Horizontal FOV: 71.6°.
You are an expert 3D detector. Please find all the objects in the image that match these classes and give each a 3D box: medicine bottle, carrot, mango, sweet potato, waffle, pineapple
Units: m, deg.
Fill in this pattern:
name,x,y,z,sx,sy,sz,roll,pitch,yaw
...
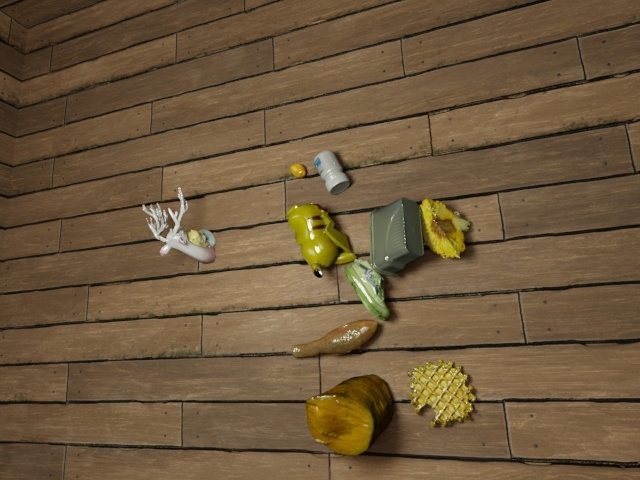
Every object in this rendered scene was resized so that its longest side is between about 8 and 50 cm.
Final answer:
name,x,y,z,sx,sy,sz,roll,pitch,yaw
medicine bottle,0.047,-0.291,1.888,0.105,0.105,0.168,-31,71,11
carrot,0.107,0.622,1.579,0.242,0.341,0.241,0,91,32
mango,-0.102,-0.313,1.977,0.089,0.046,0.060,28,90,27
sweet potato,0.055,0.401,1.746,0.385,0.109,0.109,-23,72,15
waffle,0.435,0.550,1.606,0.232,0.051,0.228,-16,71,15
pineapple,0.471,-0.048,1.701,0.164,0.140,0.249,-27,79,-33

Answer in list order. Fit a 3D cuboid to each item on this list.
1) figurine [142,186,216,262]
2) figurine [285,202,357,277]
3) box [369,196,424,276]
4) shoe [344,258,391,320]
name,x,y,z,sx,sy,sz,roll,pitch,yaw
figurine,-0.622,-0.045,1.965,0.207,0.316,0.284,-18,72,10
figurine,-0.003,-0.007,1.821,0.169,0.218,0.326,-35,72,54
box,0.284,-0.015,1.673,0.178,0.138,0.274,-32,52,49
shoe,0.193,0.185,1.718,0.128,0.140,0.262,-40,72,3
